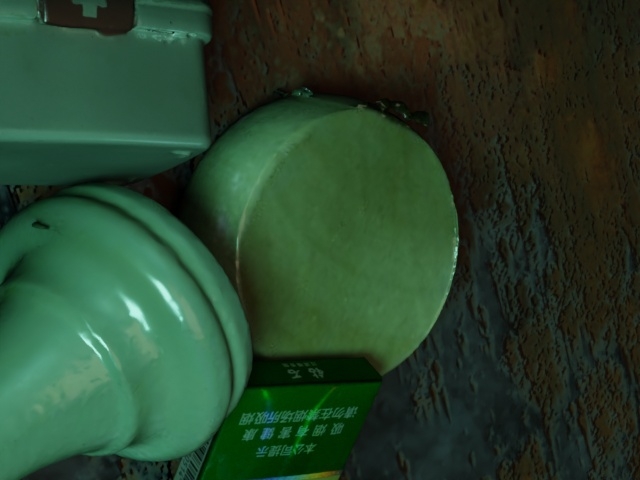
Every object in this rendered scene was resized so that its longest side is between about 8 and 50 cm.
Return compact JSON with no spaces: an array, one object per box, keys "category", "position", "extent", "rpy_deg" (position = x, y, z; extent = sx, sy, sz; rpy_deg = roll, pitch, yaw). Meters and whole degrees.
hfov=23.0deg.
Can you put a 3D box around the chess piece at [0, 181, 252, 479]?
[{"category":"chess piece","position":[-0.197,0.110,0.954],"extent":[0.299,0.195,0.194],"rpy_deg":[-41,121,-44]}]

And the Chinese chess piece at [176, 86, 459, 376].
[{"category":"Chinese chess piece","position":[0.000,0.000,1.188],"extent":[0.238,0.092,0.237],"rpy_deg":[-7,102,-35]}]

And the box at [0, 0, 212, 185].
[{"category":"box","position":[-0.178,-0.106,0.993],"extent":[0.210,0.148,0.129],"rpy_deg":[-1,79,-37]}]

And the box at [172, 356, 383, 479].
[{"category":"box","position":[-0.051,0.188,1.156],"extent":[0.132,0.034,0.235],"rpy_deg":[1,124,-37]}]
